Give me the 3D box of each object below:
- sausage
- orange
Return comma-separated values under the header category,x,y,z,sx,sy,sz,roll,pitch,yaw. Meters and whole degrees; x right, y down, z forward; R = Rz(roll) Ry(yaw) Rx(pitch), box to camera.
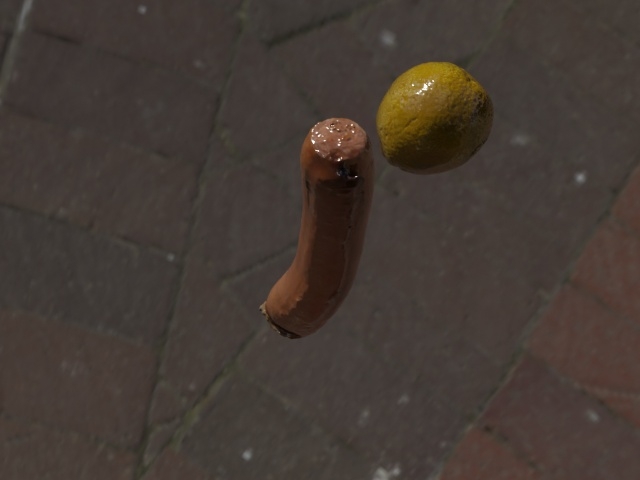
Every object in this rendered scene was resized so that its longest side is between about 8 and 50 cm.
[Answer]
category,x,y,z,sx,sy,sz,roll,pitch,yaw
sausage,0.000,-0.001,0.891,0.047,0.176,0.040,-1,55,-9
orange,0.087,-0.094,1.292,0.085,0.095,0.085,39,23,-20
